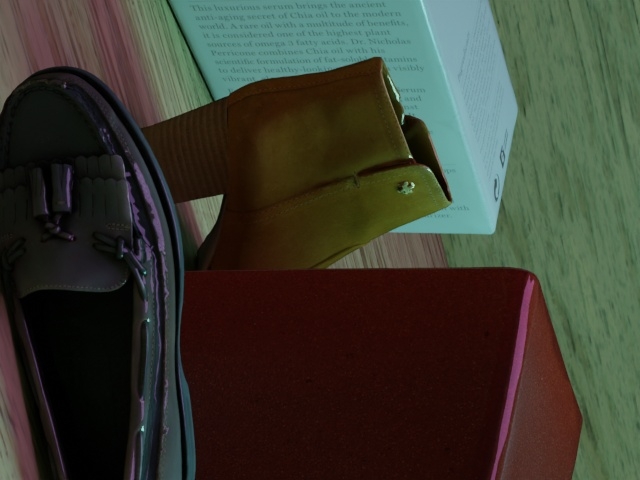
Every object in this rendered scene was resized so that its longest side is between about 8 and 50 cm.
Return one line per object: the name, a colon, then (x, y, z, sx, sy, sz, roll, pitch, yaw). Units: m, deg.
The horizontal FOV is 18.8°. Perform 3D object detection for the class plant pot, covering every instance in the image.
plant pot: (0.031, 0.183, 1.346, 0.267, 0.267, 0.236, 63, 29, -58)

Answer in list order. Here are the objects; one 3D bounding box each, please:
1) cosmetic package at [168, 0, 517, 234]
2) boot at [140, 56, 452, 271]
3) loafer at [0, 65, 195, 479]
cosmetic package: (0.017, -0.199, 1.703, 0.453, 0.230, 0.161, 67, 30, -51)
boot: (0.000, -0.001, 1.474, 0.104, 0.211, 0.295, -91, 166, -48)
loafer: (-0.125, 0.038, 1.054, 0.084, 0.096, 0.268, -36, 116, -74)
